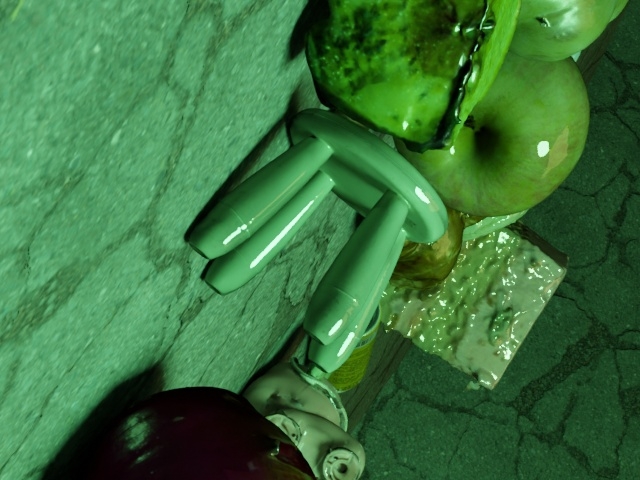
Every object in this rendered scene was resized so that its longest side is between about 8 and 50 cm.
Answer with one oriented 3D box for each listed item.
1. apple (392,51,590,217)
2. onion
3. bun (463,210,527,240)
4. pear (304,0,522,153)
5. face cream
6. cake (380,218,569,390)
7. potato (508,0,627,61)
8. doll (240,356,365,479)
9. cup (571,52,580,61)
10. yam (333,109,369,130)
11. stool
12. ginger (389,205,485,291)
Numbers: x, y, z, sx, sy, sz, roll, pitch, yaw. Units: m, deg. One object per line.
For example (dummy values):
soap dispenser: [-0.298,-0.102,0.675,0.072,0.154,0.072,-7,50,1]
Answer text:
apple: [0.221,-0.162,1.666,0.257,0.256,0.234,-62,171,25]
onion: [-0.173,0.330,1.336,0.385,0.348,0.348,-13,153,-14]
bun: [0.255,-0.096,2.207,0.220,0.220,0.134,-51,126,-28]
pear: [0.111,-0.244,1.224,0.255,0.164,0.238,-51,158,-56]
face cream: [0.038,0.183,2.250,0.105,0.105,0.349,-53,168,-22]
cake: [0.285,0.069,2.486,0.314,0.306,0.293,-60,171,14]
potato: [0.262,-0.328,1.508,0.202,0.218,0.351,-32,-176,34]
doll: [-0.025,0.294,2.000,0.284,0.216,0.268,-63,174,18]
cup: [0.300,-0.321,1.849,0.173,0.167,0.300,-46,141,-7]
yam: [0.089,-0.202,1.501,0.241,0.056,0.057,-54,169,-24]
stool: [0.000,0.000,1.316,0.199,0.195,0.195,-53,169,-11]
ginger: [0.181,-0.096,2.003,0.357,0.152,0.274,-57,150,-3]
